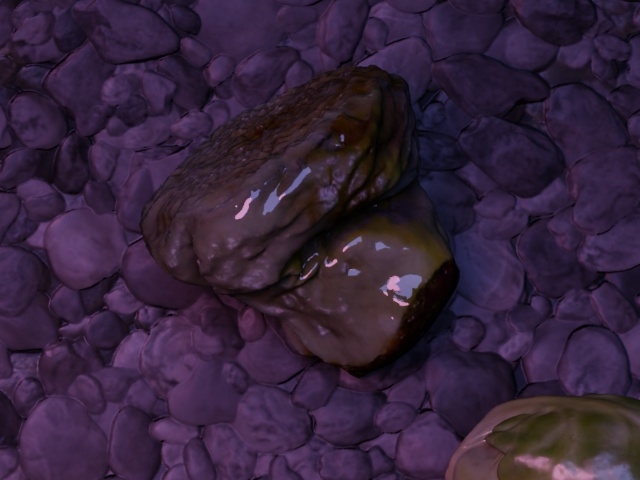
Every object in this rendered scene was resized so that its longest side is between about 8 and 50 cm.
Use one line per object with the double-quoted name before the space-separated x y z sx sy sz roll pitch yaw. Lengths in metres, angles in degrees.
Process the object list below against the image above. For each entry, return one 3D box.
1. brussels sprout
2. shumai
"brussels sprout" 0.236 0.240 1.251 0.244 0.244 0.244 0 65 -1
"shumai" 0.000 0.000 1.399 0.309 0.304 0.263 -37 106 -18
